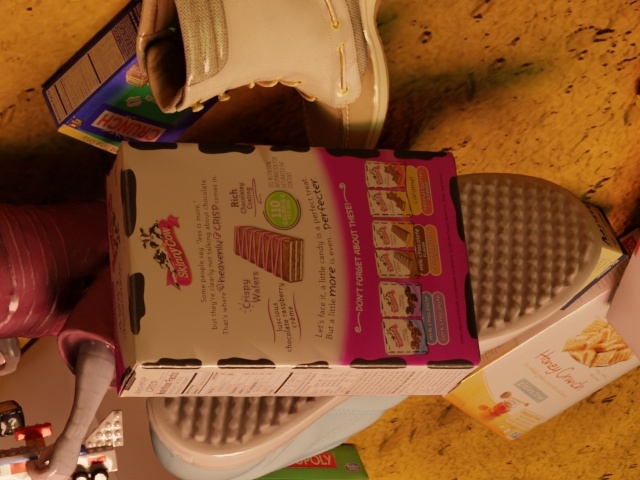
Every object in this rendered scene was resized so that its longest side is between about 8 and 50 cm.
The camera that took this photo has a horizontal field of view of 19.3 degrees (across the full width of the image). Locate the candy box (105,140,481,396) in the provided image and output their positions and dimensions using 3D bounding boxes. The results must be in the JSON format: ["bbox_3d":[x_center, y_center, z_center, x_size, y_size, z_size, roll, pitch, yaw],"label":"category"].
[{"bbox_3d":[-0.021,0.021,1.255,0.233,0.159,0.071,2,157,-17],"label":"candy box"}]

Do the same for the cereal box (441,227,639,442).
[{"bbox_3d":[0.240,0.095,1.795,0.240,0.047,0.173,-33,146,15],"label":"cereal box"}]

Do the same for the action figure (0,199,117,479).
[{"bbox_3d":[-0.232,0.011,1.306,0.370,0.248,0.275,-4,109,-36],"label":"action figure"}]

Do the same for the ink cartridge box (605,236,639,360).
[{"bbox_3d":[0.429,-0.001,1.653,0.306,0.131,0.226,-19,146,-22],"label":"ink cartridge box"}]

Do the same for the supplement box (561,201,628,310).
[{"bbox_3d":[0.205,0.010,1.642,0.083,0.056,0.083,16,130,-45],"label":"supplement box"}]

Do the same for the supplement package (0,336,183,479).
[{"bbox_3d":[-0.192,0.206,1.545,0.203,0.194,0.149,-41,144,26],"label":"supplement package"}]

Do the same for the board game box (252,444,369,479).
[{"bbox_3d":[-0.123,0.308,1.874,0.213,0.046,0.317,6,137,-39],"label":"board game box"}]

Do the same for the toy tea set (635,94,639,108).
[{"bbox_3d":[0.348,-0.167,1.414,0.200,0.124,0.336,2,167,5],"label":"toy tea set"}]

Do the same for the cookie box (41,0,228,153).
[{"bbox_3d":[-0.119,-0.107,1.285,0.107,0.040,0.092,-40,145,23],"label":"cookie box"}]

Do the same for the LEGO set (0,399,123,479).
[{"bbox_3d":[-0.262,0.168,1.354,0.244,0.182,0.060,-32,123,-53],"label":"LEGO set"}]

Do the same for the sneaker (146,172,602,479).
[{"bbox_3d":[0.032,0.065,1.379,0.366,0.135,0.150,-23,164,-18],"label":"sneaker"}]

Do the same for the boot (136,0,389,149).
[{"bbox_3d":[-0.038,-0.115,1.240,0.165,0.077,0.213,-28,138,-27],"label":"boot"}]

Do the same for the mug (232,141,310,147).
[{"bbox_3d":[0.006,-0.002,1.430,0.169,0.150,0.113,7,175,-33],"label":"mug"}]
